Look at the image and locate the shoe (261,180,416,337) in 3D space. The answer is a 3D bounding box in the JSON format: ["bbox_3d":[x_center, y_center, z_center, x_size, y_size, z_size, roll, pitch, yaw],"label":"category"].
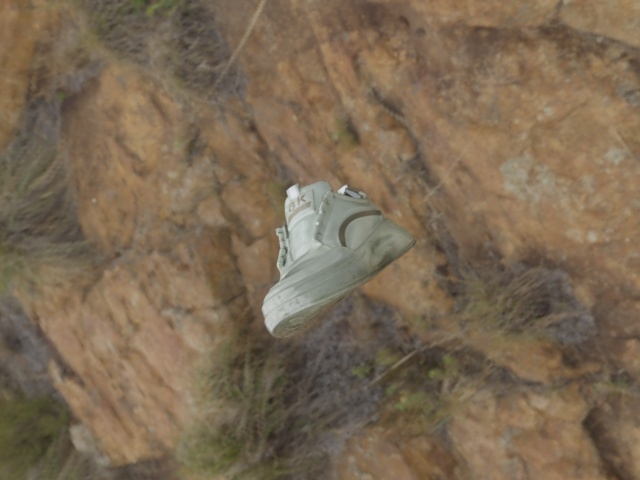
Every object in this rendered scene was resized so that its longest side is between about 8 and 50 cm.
[{"bbox_3d":[0.000,0.000,1.132,0.124,0.316,0.159,-38,83,28],"label":"shoe"}]
